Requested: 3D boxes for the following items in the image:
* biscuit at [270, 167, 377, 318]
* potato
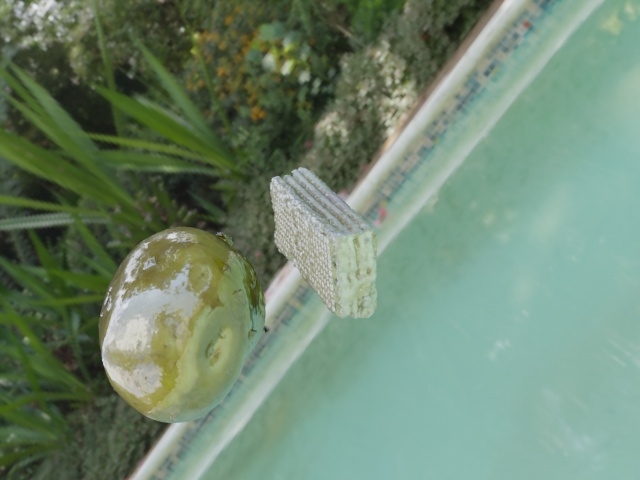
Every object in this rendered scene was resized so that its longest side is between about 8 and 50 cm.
[{"bbox_3d":[0.000,0.000,1.057,0.239,0.061,0.108,-133,35,-61],"label":"biscuit"},{"bbox_3d":[-0.106,0.060,0.691,0.137,0.137,0.176,-54,5,7],"label":"potato"}]
